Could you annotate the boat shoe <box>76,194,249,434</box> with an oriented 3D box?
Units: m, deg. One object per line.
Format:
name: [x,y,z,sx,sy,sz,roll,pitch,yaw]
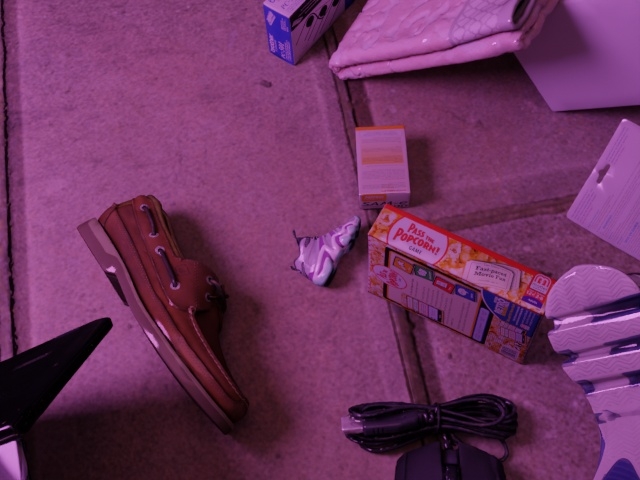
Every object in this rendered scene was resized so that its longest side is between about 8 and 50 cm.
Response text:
boat shoe: [-0.154,0.065,1.029,0.104,0.110,0.307,-33,66,-13]

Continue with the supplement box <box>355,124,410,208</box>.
supplement box: [0.075,-0.089,1.142,0.062,0.036,0.098,-2,62,1]

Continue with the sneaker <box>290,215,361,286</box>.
sneaker: [0.000,0.000,1.097,0.069,0.038,0.098,27,66,15]

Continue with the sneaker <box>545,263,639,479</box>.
sneaker: [0.339,0.166,0.934,0.128,0.182,0.315,-14,87,40]

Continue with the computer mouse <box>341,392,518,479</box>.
computer mouse: [0.121,0.278,0.929,0.189,0.072,0.272,-3,62,0]

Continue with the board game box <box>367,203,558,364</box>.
board game box: [0.144,0.050,1.005,0.194,0.146,0.045,25,67,14]

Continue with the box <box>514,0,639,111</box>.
box: [0.399,-0.341,1.136,0.215,0.168,0.345,4,54,50]

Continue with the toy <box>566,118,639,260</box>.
toy: [0.421,-0.025,1.068,0.237,0.136,0.056,35,29,20]

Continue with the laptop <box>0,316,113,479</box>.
laptop: [-0.350,0.300,0.814,0.382,0.408,0.236,-23,102,9]

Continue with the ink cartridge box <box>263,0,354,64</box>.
ink cartridge box: [0.008,-0.337,1.240,0.046,0.097,0.207,33,68,18]

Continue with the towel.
towel: [0.191,-0.342,1.162,0.317,0.053,0.331,3,53,51]
